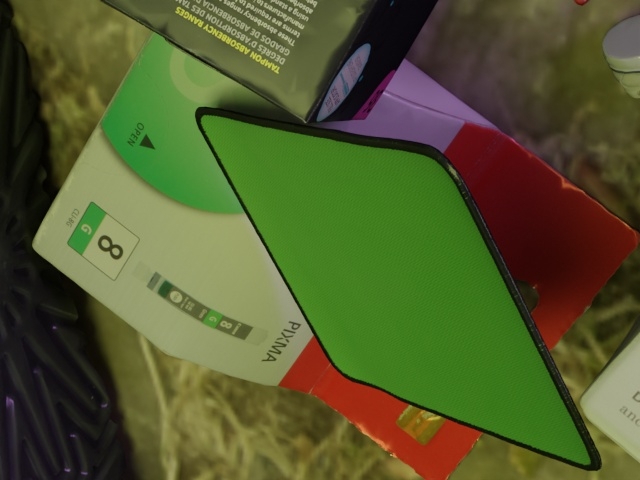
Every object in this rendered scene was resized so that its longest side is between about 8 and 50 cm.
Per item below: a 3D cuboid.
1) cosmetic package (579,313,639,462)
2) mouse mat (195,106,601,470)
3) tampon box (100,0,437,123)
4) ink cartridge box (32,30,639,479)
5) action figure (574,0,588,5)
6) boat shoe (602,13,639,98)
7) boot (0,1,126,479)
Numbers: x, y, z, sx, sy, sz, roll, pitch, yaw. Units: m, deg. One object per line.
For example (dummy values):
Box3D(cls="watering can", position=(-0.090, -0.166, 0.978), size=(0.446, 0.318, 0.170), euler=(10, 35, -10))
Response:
Box3D(cls="cosmetic package", position=(0.223, 0.020, 0.719), size=(0.151, 0.151, 0.184), euler=(39, 122, 4))
Box3D(cls="mouse mat", position=(0.027, 0.016, 0.780), size=(0.189, 0.007, 0.153), euler=(17, 140, 57))
Box3D(cls="tampon box", position=(0.005, -0.136, 0.736), size=(0.101, 0.120, 0.161), euler=(32, 100, 9))
Box3D(cls="ink cartridge box", position=(0.000, 0.000, 0.872), size=(0.224, 0.056, 0.181), euler=(38, 123, 6))
Box3D(cls="action figure", position=(0.213, -0.129, 0.659), size=(0.280, 0.139, 0.091), euler=(-8, 110, 19))
Box3D(cls="boat shoe", position=(0.164, -0.075, 0.776), size=(0.100, 0.035, 0.035), euler=(-9, 136, 24))
Box3D(cls="boot", position=(-0.349, 0.013, 0.997), size=(0.445, 0.146, 0.367), euler=(-1, 111, 30))
